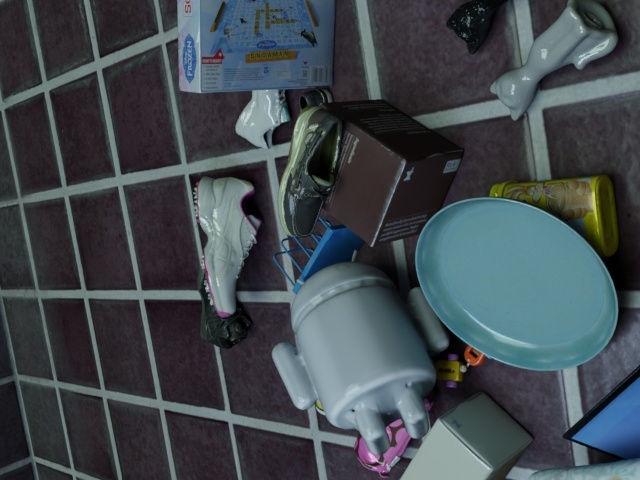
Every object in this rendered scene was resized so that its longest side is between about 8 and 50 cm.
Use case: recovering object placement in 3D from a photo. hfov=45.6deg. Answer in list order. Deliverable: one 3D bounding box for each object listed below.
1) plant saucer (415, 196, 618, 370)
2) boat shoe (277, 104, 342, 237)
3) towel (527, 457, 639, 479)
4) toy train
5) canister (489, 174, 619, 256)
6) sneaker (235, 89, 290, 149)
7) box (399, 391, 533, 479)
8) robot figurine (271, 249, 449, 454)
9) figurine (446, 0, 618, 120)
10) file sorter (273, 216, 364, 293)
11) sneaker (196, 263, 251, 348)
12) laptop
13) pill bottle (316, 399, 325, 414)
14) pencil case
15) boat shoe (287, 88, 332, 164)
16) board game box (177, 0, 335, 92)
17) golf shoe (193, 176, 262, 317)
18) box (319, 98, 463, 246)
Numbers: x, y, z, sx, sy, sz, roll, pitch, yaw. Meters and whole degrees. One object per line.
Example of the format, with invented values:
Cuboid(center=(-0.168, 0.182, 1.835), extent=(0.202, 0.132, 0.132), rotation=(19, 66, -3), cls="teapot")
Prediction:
Cuboid(center=(0.296, 0.062, 1.161), extent=(0.317, 0.043, 0.318), rotation=(23, 135, 25), cls="plant saucer")
Cuboid(center=(-0.012, -0.103, 1.234), extent=(0.073, 0.080, 0.224), rotation=(28, 114, 44), cls="boat shoe")
Cuboid(center=(0.504, 0.453, 1.032), extent=(0.320, 0.090, 0.375), rotation=(-29, 98, 44), cls="towel")
Cuboid(center=(0.233, 0.185, 1.335), extent=(0.166, 0.046, 0.125), rotation=(32, 102, 43), cls="toy train")
Cuboid(center=(0.349, -0.033, 1.142), extent=(0.169, 0.073, 0.126), rotation=(-3, 99, 43), cls="canister")
Cuboid(center=(-0.093, -0.279, 1.527), extent=(0.094, 0.080, 0.212), rotation=(37, 129, 14), cls="sneaker")
Cuboid(center=(0.223, 0.428, 1.332), extent=(0.121, 0.148, 0.311), rotation=(42, 128, 28), cls="box")
Cuboid(center=(0.068, 0.183, 1.318), extent=(0.200, 0.299, 0.354), rotation=(77, 172, -57), cls="robot figurine")
Cuboid(center=(0.297, -0.310, 1.125), extent=(0.209, 0.092, 0.215), rotation=(-44, 70, 50), cls="figurine")
Cuboid(center=(0.000, 0.000, 1.463), extent=(0.104, 0.118, 0.170), rotation=(51, 130, 27), cls="file sorter")
Cuboid(center=(-0.215, 0.148, 1.737), extent=(0.130, 0.087, 0.228), rotation=(19, 116, 38), cls="sneaker")
Cuboid(center=(0.512, 0.294, 1.014), extent=(0.264, 0.136, 0.234), rotation=(56, 134, 31), cls="laptop")
Cuboid(center=(0.026, 0.292, 1.547), extent=(0.065, 0.065, 0.116), rotation=(19, 113, 40), cls="pill bottle")
Cuboid(center=(0.142, 0.344, 1.430), extent=(0.098, 0.095, 0.209), rotation=(-109, 34, -51), cls="pencil case")
Cuboid(center=(-0.038, -0.200, 1.486), extent=(0.075, 0.065, 0.206), rotation=(39, 125, 31), cls="boat shoe")
Cuboid(center=(-0.102, -0.422, 1.315), extent=(0.065, 0.318, 0.318), rotation=(16, 110, 42), cls="board game box")
Cuboid(center=(-0.190, 0.012, 1.634), extent=(0.115, 0.140, 0.307), rotation=(-131, 36, -83), cls="golf shoe")
Cuboid(center=(0.096, -0.122, 1.300), extent=(0.203, 0.168, 0.167), rotation=(40, 124, 32), cls="box")
